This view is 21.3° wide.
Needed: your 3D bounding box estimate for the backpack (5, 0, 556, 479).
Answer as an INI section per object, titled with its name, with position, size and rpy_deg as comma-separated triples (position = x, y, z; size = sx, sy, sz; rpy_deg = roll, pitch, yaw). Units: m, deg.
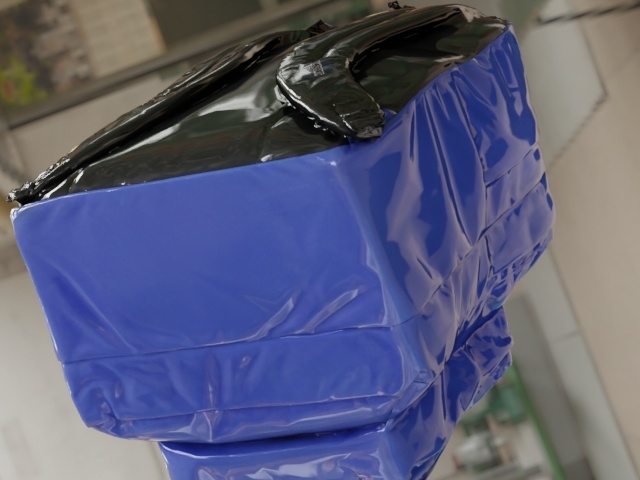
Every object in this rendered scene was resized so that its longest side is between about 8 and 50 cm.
[backpack]
position = 0.000, 0.000, 0.400
size = 0.120, 0.098, 0.101
rpy_deg = -48, -51, -55
